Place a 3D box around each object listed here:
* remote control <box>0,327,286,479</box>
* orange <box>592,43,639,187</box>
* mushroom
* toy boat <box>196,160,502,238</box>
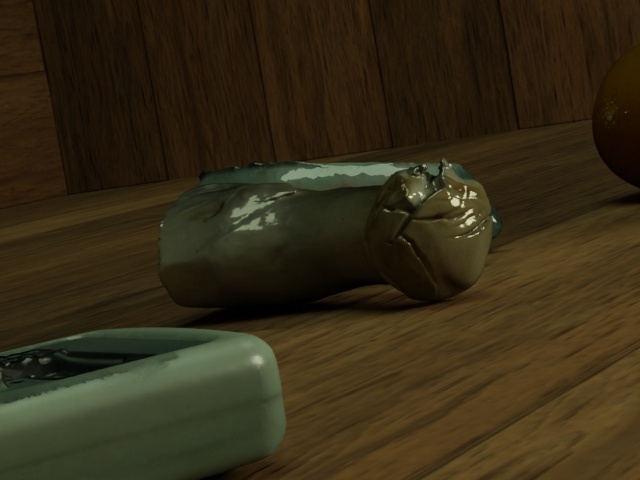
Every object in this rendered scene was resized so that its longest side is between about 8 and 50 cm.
[{"bbox_3d":[-0.164,0.078,0.571,0.296,0.056,0.140,-12,4,-34],"label":"remote control"},{"bbox_3d":[0.288,-0.101,1.377,0.156,0.124,0.156,-13,5,1],"label":"orange"},{"bbox_3d":[0.004,0.001,1.026,0.223,0.081,0.092,-3,-10,40],"label":"mushroom"},{"bbox_3d":[0.011,-0.006,1.160,0.207,0.079,0.134,-1,-7,12],"label":"toy boat"}]
